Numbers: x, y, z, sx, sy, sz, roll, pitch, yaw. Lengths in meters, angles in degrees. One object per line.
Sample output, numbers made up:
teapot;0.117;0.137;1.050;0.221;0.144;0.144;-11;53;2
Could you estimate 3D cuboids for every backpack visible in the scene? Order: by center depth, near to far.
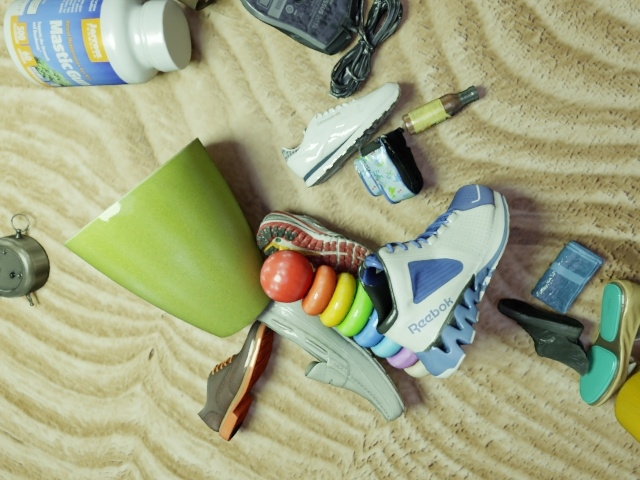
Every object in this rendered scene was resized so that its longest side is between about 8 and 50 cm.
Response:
backpack;0.119;-0.120;0.813;0.084;0.105;0.114;-28;96;35

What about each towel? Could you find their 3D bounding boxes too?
towel;0.429;0.065;0.831;0.067;0.029;0.119;32;104;3

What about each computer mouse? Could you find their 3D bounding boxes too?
computer mouse;-0.018;-0.384;0.807;0.272;0.072;0.188;30;102;-10

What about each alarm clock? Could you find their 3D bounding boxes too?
alarm clock;-0.636;0.036;0.986;0.129;0.064;0.192;16;99;6

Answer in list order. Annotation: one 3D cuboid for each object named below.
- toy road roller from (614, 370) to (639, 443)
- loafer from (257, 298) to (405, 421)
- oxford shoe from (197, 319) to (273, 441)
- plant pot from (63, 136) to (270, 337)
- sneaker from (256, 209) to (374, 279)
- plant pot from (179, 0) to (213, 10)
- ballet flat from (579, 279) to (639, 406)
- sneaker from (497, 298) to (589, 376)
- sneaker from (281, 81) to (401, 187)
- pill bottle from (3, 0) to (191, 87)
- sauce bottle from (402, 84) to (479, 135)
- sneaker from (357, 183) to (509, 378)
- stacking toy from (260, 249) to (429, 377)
toy road roller;0.612;0.225;0.725;0.241;0.202;0.329;0;101;0
loafer;0.019;0.218;0.875;0.319;0.112;0.111;44;72;7
oxford shoe;-0.171;0.263;0.935;0.098;0.097;0.271;26;102;12
plant pot;-0.226;0.022;0.833;0.275;0.275;0.293;-33;109;13
sneaker;0.000;0.000;0.862;0.225;0.092;0.088;22;122;-13
plant pot;-0.247;-0.503;0.765;0.215;0.215;0.230;-40;107;14
ballet flat;0.514;0.182;0.817;0.073;0.080;0.232;6;103;-7
sneaker;0.392;0.169;0.842;0.170;0.051;0.089;17;117;18
sneaker;0.036;-0.197;0.823;0.235;0.090;0.095;-41;82;12
pill bottle;-0.375;-0.348;0.824;0.272;0.152;0.152;1;100;10
sauce bottle;0.204;-0.222;0.809;0.128;0.042;0.042;-23;96;14
sneaker;0.163;0.029;0.736;0.182;0.127;0.315;26;68;-5
stacking toy;0.052;0.113;0.809;0.330;0.141;0.141;23;104;-10
